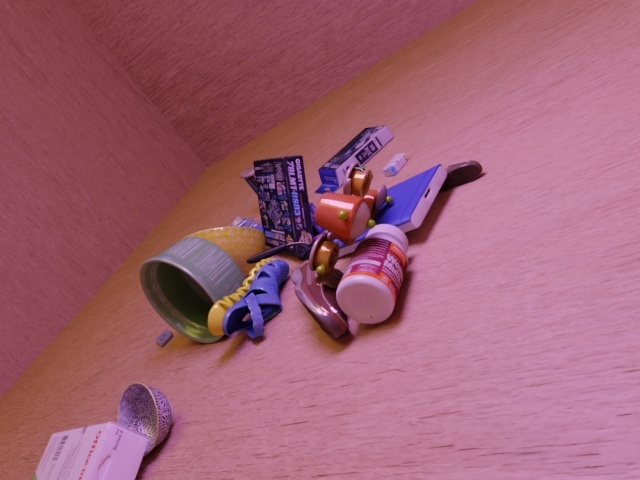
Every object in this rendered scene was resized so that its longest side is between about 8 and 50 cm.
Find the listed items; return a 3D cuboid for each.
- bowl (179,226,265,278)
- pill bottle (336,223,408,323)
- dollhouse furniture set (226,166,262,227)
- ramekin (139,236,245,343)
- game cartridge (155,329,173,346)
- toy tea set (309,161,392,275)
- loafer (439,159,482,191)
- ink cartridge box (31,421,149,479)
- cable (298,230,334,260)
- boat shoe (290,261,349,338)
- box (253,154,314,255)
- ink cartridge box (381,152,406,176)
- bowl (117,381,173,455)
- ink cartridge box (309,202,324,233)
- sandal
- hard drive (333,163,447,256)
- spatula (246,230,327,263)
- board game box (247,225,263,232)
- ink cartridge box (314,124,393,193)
[{"bbox_3d":[-0.311,0.075,1.726,0.289,0.289,0.156,-22,69,36],"label":"bowl"},{"bbox_3d":[0.120,0.064,1.141,0.121,0.121,0.221,-24,23,34],"label":"pill bottle"},{"bbox_3d":[-0.294,-0.110,2.062,0.303,0.198,0.286,-45,22,-15],"label":"dollhouse furniture set"},{"bbox_3d":[-0.358,0.136,1.546,0.303,0.303,0.148,-18,22,43],"label":"ramekin"},{"bbox_3d":[-0.528,0.329,1.804,0.056,0.017,0.083,-50,24,-18],"label":"game cartridge"},{"bbox_3d":[0.094,-0.059,1.216,0.124,0.200,0.336,18,40,18],"label":"toy tea set"},{"bbox_3d":[0.342,-0.171,1.352,0.148,0.056,0.050,-19,35,41],"label":"loafer"},{"bbox_3d":[-0.539,0.538,1.208,0.272,0.114,0.198,-21,42,36],"label":"ink cartridge box"},{"bbox_3d":[0.000,0.000,1.396,0.150,0.047,0.184,-29,8,30],"label":"cable"},{"bbox_3d":[0.012,0.113,1.229,0.116,0.123,0.324,-36,23,0],"label":"boat shoe"},{"bbox_3d":[-0.121,-0.115,1.683,0.073,0.294,0.295,-13,10,-23],"label":"box"},{"bbox_3d":[0.240,-0.242,1.698,0.083,0.028,0.048,-47,23,-21],"label":"ink cartridge box"},{"bbox_3d":[-0.410,0.425,1.290,0.170,0.170,0.080,-23,-18,35],"label":"bowl"},{"bbox_3d":[-0.057,-0.079,1.754,0.046,0.097,0.207,-44,22,-15],"label":"ink cartridge box"},{"bbox_3d":[-0.162,0.164,1.444,0.138,0.126,0.317,17,40,20],"label":"sandal"},{"bbox_3d":[0.167,-0.071,1.390,0.318,0.040,0.210,-23,27,51],"label":"hard drive"},{"bbox_3d":[-0.073,0.018,1.536,0.296,0.084,0.030,-16,66,5],"label":"spatula"},{"bbox_3d":[-0.284,0.000,1.853,0.136,0.035,0.201,-5,-14,-19],"label":"board game box"},{"bbox_3d":[0.107,-0.303,1.991,0.332,0.065,0.165,-45,22,-13],"label":"ink cartridge box"}]
